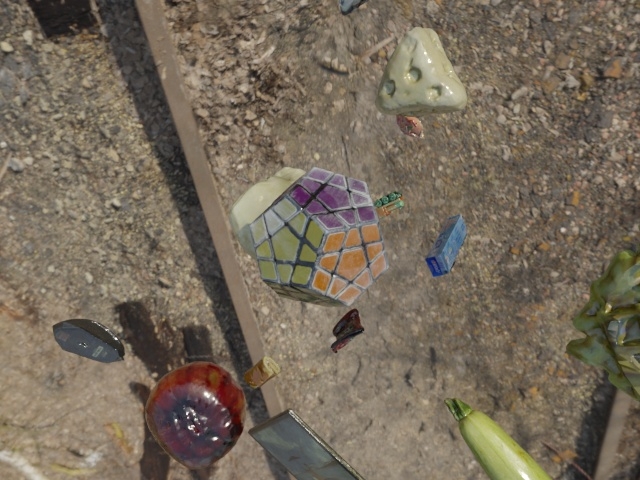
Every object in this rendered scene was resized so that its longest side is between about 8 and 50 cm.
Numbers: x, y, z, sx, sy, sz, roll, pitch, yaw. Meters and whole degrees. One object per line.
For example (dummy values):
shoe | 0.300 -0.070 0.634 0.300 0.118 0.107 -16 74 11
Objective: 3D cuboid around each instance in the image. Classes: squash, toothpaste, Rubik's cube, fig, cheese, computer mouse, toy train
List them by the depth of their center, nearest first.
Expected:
squash | 0.304 0.371 0.782 0.224 0.094 0.094 49 118 16
Rubik's cube | 0.000 0.000 0.977 0.264 0.319 0.319 -15 119 5
fig | -0.281 0.394 1.011 0.224 0.224 0.263 27 139 -13
computer mouse | -0.529 0.228 1.023 0.172 0.057 0.099 35 117 -22
cheese | 0.278 -0.431 1.276 0.248 0.174 0.251 -41 80 42
toothpaste | 0.375 0.011 1.303 0.053 0.272 0.066 -19 106 37
toy train | 0.228 -0.120 1.452 0.103 0.044 0.064 -24 89 37

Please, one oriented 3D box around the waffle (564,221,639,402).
waffle | 0.385 0.089 0.430 0.054 0.223 0.204 10 111 -52

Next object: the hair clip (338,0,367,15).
hair clip | 0.057 -0.431 0.666 0.049 0.116 0.172 -6 123 -8

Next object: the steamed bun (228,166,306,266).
steamed bun | -0.096 -0.068 1.459 0.247 0.339 0.352 6 134 42

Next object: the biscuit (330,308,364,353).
biscuit | 0.107 0.367 1.783 0.063 0.235 0.151 44 97 -4

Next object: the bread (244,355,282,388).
bread | -0.122 0.275 0.917 0.047 0.036 0.083 43 124 -3

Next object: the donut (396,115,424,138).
donut | 0.309 -0.429 1.489 0.117 0.166 0.065 9 161 6

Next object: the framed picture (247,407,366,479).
framed picture | -0.001 0.537 1.026 0.347 0.016 0.265 44 139 0
